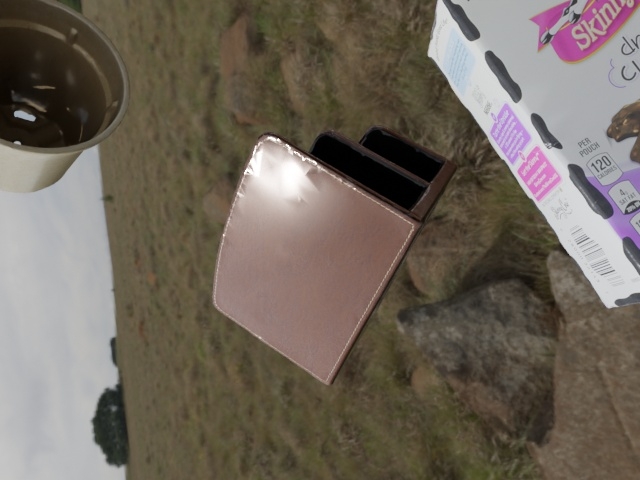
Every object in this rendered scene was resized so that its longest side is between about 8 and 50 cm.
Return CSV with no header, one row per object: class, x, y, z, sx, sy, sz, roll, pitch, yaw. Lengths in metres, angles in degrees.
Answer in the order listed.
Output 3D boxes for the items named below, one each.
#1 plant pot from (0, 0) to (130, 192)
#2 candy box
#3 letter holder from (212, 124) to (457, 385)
plant pot,-0.583,-0.253,1.143,0.305,0.333,0.334,-34,65,52
candy box,0.183,-0.089,0.324,0.196,0.164,0.070,58,179,12
letter holder,0.000,0.000,0.748,0.214,0.152,0.302,30,130,9
